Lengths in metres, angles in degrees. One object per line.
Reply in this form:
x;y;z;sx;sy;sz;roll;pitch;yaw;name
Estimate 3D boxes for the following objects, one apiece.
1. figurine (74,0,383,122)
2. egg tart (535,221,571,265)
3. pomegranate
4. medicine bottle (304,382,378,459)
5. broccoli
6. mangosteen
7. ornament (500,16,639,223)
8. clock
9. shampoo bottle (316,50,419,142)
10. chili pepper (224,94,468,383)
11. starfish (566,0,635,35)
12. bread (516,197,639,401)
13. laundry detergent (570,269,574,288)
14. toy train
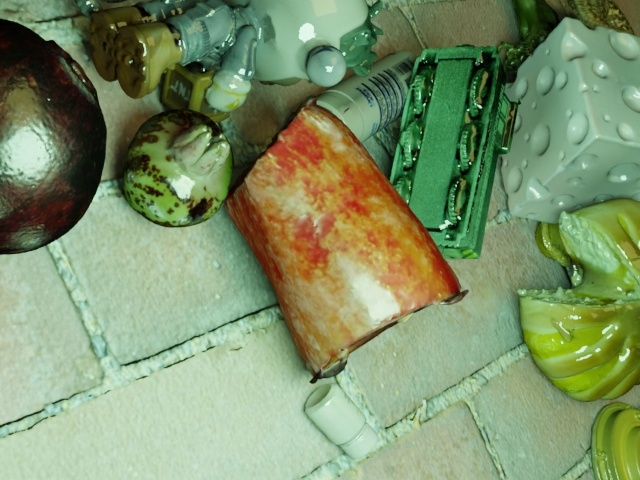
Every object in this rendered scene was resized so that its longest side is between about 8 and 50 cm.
-0.086;-0.248;1.268;0.382;0.186;0.261;-24;55;-37;figurine
0.395;-0.003;1.762;0.105;0.039;0.105;23;54;-36;egg tart
-0.160;-0.090;1.163;0.126;0.163;0.138;22;62;5;pomegranate
0.026;0.218;1.257;0.089;0.052;0.052;49;43;-14;medicine bottle
0.409;-0.395;1.933;0.165;0.145;0.304;25;41;-40;broccoli
-0.328;-0.080;0.962;0.265;0.228;0.228;-39;102;-7;mangosteen
0.452;-0.179;1.708;0.239;0.239;0.239;9;57;-23;ornament
0.524;0.371;1.682;0.237;0.057;0.237;24;53;-36;clock
0.050;-0.185;1.472;0.092;0.092;0.303;58;42;-5;shampoo bottle
0.000;0.000;1.232;0.305;0.229;0.251;52;18;1;chili pepper
0.547;-0.407;1.988;0.432;0.082;0.324;21;31;-56;starfish
0.467;0.097;1.624;0.333;0.160;0.332;-2;95;-31;bread
0.514;-0.026;1.859;0.159;0.088;0.335;47;44;-18;laundry detergent
0.196;-0.114;1.495;0.178;0.139;0.330;36;63;-57;toy train
